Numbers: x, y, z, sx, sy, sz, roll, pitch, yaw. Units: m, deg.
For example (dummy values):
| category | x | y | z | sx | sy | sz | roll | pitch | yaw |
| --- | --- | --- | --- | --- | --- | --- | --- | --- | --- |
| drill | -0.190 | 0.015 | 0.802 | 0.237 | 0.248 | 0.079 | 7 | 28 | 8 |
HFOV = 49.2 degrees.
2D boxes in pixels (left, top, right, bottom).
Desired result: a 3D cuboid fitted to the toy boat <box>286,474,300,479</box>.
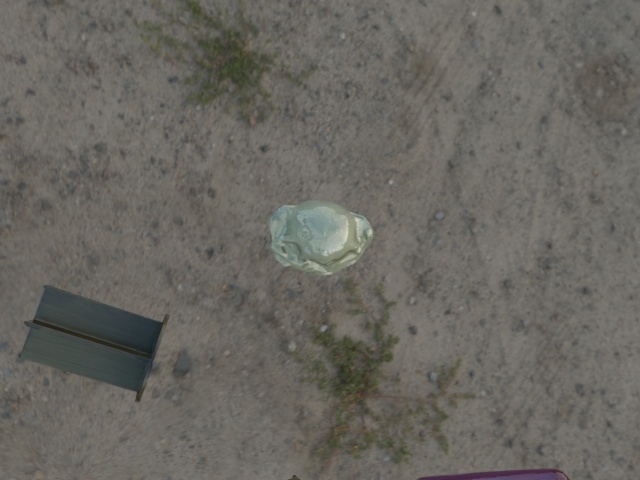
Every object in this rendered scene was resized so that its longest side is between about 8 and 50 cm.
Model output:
| category | x | y | z | sx | sy | sz | roll | pitch | yaw |
| --- | --- | --- | --- | --- | --- | --- | --- | --- | --- |
| toy boat | -0.011 | 0.359 | 0.674 | 0.089 | 0.321 | 0.121 | 14 | 42 | 24 |

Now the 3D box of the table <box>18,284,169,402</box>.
| category | x | y | z | sx | sy | sz | roll | pitch | yaw |
| --- | --- | --- | --- | --- | --- | --- | --- | --- | --- |
| table | -0.406 | 0.178 | 1.256 | 0.226 | 0.167 | 0.167 | 20 | 67 | -11 |

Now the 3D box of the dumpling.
| category | x | y | z | sx | sy | sz | roll | pitch | yaw |
| --- | --- | --- | --- | --- | --- | --- | --- | --- | --- |
| dumpling | 0.000 | 0.000 | 1.680 | 0.258 | 0.147 | 0.193 | 1 | 110 | -12 |

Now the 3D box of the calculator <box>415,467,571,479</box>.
| category | x | y | z | sx | sy | sz | roll | pitch | yaw |
| --- | --- | --- | --- | --- | --- | --- | --- | --- | --- |
| calculator | 0.165 | 0.228 | 0.587 | 0.190 | 0.126 | 0.034 | 51 | 37 | -42 |
